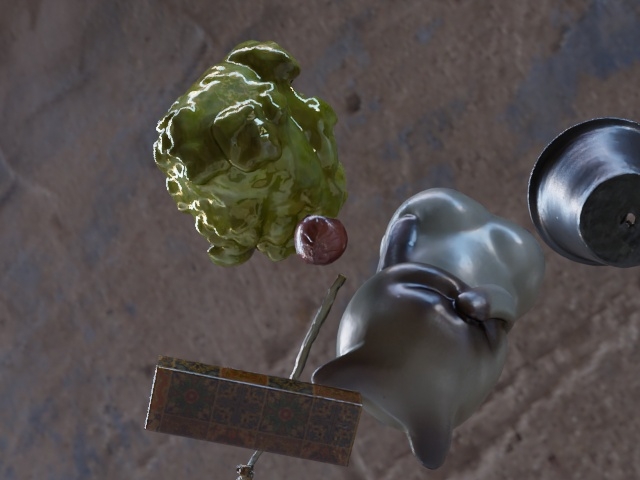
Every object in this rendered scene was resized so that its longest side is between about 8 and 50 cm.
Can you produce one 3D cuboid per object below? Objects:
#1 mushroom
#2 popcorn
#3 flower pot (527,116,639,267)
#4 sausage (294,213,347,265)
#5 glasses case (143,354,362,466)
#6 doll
[{"bbox_3d":[-0.035,0.169,1.730,0.026,0.028,0.286,30,-100,-16],"label":"mushroom"},{"bbox_3d":[-0.083,-0.103,1.791,0.242,0.235,0.250,-37,-52,-25],"label":"popcorn"},{"bbox_3d":[0.430,-0.051,2.055,0.235,0.148,0.235,-1,-71,-4],"label":"flower pot"},{"bbox_3d":[0.000,0.001,1.556,0.059,0.054,0.094,11,1,-3],"label":"sausage"},{"bbox_3d":[-0.070,0.178,1.481,0.218,0.049,0.075,11,-74,-5],"label":"glasses case"},{"bbox_3d":[0.149,0.084,1.769,0.215,0.370,0.226,39,-59,-7],"label":"doll"}]
